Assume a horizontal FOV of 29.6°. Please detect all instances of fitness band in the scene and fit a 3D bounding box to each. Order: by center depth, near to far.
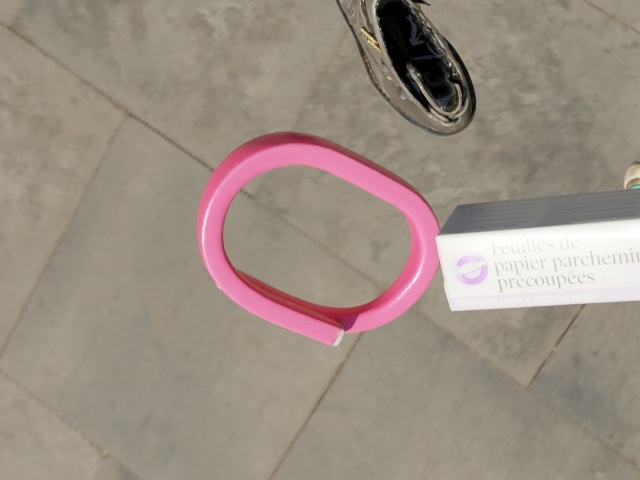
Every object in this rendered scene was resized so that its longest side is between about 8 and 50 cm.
[{"bbox_3d":[0.000,0.000,1.338,0.290,0.054,0.209,25,106,-26],"label":"fitness band"}]

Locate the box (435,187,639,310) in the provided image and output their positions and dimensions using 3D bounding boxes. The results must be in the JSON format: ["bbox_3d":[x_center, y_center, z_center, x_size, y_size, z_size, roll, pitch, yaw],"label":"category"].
[{"bbox_3d":[0.245,0.000,0.845,0.324,0.067,0.063,-5,111,24],"label":"box"}]

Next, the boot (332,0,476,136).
[{"bbox_3d":[0.090,-0.161,1.133,0.091,0.229,0.263,-35,120,8],"label":"boot"}]

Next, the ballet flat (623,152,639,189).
[{"bbox_3d":[0.525,-0.060,1.438,0.316,0.107,0.106,19,66,17],"label":"ballet flat"}]
